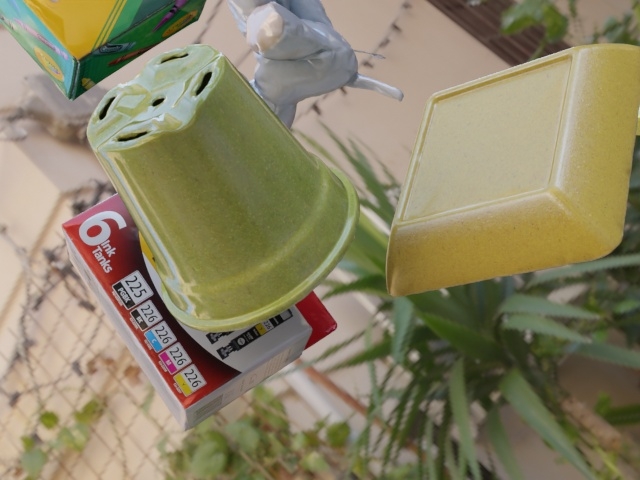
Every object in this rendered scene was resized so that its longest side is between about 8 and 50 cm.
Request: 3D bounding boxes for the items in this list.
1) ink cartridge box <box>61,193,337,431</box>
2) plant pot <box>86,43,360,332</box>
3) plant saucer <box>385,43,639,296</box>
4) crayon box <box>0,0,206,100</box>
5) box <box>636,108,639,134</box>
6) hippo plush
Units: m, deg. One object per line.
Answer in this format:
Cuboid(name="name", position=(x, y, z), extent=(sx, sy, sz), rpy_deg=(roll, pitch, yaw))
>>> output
Cuboid(name="ink cartridge box", position=(-0.158, 0.053, 1.472), extent=(0.272, 0.309, 0.130), rpy_deg=(-32, -15, -19))
Cuboid(name="plant pot", position=(-0.129, -0.078, 1.248), extent=(0.276, 0.276, 0.254), rpy_deg=(-42, -52, -13))
Cuboid(name="plant saucer", position=(0.229, -0.107, 1.355), extent=(0.081, 0.333, 0.332), rpy_deg=(42, -130, -33))
Cuboid(name="crayon box", position=(-0.259, -0.289, 1.013), extent=(0.165, 0.278, 0.081), rpy_deg=(-40, -5, -27))
Cuboid(name="box", position=(0.642, -0.232, 1.901), extent=(0.058, 0.232, 0.087), rpy_deg=(48, -122, -45))
Cuboid(name="hippo plush", position=(-0.080, -0.266, 1.657), extent=(0.294, 0.234, 0.236), rpy_deg=(24, -59, -36))
